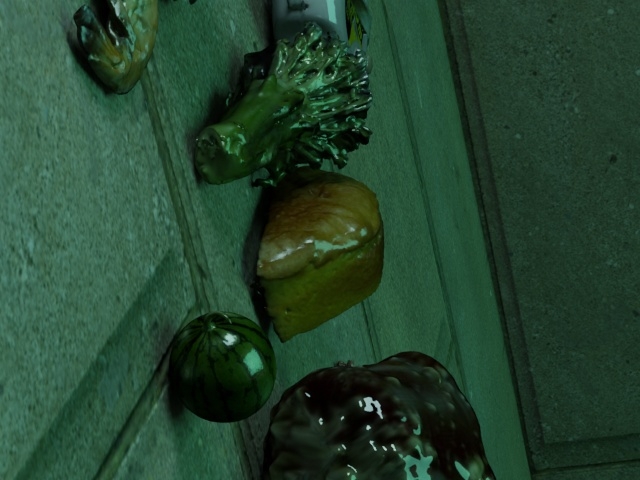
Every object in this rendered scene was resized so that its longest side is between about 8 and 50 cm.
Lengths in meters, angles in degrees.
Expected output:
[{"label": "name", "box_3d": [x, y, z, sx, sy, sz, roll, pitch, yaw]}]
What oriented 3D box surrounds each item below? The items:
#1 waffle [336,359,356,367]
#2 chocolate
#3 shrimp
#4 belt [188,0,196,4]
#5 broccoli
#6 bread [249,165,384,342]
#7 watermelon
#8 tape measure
[{"label": "waffle", "box_3d": [0.039, 0.194, 2.054, 0.075, 0.029, 0.083, -84, 163, -45]}, {"label": "chocolate", "box_3d": [0.047, 0.275, 1.652, 0.210, 0.225, 0.340, 19, 62, -61]}, {"label": "shrimp", "box_3d": [-0.188, -0.241, 1.325, 0.296, 0.058, 0.169, 68, 21, -56]}, {"label": "belt", "box_3d": [-0.107, -0.352, 1.519, 0.207, 0.150, 0.257, -72, 151, -44]}, {"label": "broccoli", "box_3d": [-0.049, -0.125, 1.701, 0.304, 0.145, 0.165, -39, 116, -60]}, {"label": "bread", "box_3d": [0.008, 0.001, 1.813, 0.260, 0.134, 0.129, -74, 154, -60]}, {"label": "watermelon", "box_3d": [-0.089, 0.108, 1.427, 0.109, 0.109, 0.109, -8, 90, -77]}, {"label": "tape measure", "box_3d": [0.004, -0.273, 1.990, 0.197, 0.120, 0.236, -74, 158, -47]}]
